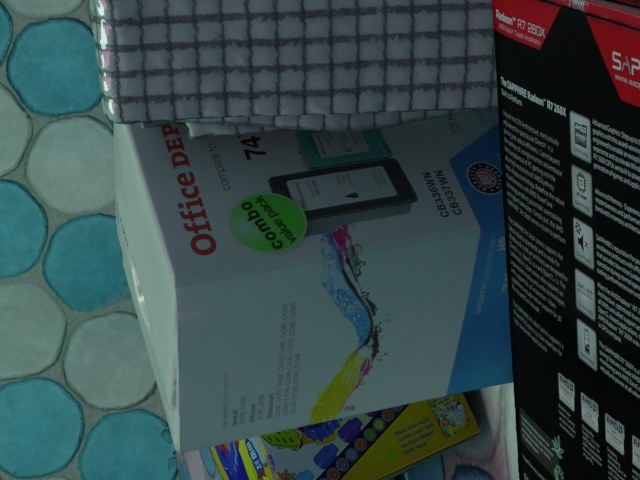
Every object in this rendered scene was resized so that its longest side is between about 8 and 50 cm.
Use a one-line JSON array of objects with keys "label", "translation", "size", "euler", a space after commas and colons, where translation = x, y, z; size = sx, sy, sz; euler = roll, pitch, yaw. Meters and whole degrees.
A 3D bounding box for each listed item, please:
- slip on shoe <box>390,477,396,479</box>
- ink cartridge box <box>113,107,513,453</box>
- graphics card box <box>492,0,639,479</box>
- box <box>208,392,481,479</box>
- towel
[{"label": "slip on shoe", "translation": [0.033, 0.290, 1.497], "size": [0.101, 0.123, 0.331], "euler": [102, 149, -66]}, {"label": "ink cartridge box", "translation": [0.000, 0.000, 1.074], "size": [0.197, 0.270, 0.198], "euler": [96, 158, -48]}, {"label": "graphics card box", "translation": [0.179, 0.050, 0.765], "size": [0.233, 0.094, 0.371], "euler": [-137, 40, -67]}, {"label": "box", "translation": [-0.024, 0.103, 1.331], "size": [0.279, 0.177, 0.290], "euler": [65, 165, 10]}, {"label": "towel", "translation": [-0.007, -0.192, 0.938], "size": [0.121, 0.284, 0.235], "euler": [-86, -9, -69]}]
